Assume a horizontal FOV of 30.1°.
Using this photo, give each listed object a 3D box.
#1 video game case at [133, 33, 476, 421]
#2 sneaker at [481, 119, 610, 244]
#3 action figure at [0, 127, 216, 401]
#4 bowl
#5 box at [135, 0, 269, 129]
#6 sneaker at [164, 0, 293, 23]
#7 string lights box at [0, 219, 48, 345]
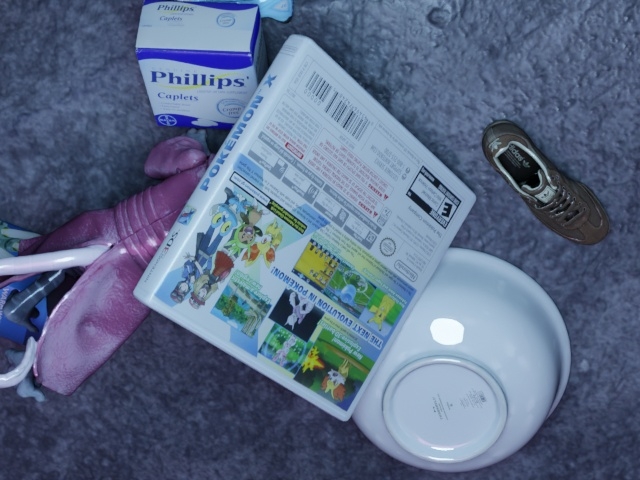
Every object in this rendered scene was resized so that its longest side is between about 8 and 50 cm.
[{"bbox_3d":[0.000,0.000,1.238,0.329,0.036,0.300,37,80,-43],"label":"video game case"},{"bbox_3d":[0.248,-0.052,1.324,0.188,0.071,0.066,41,113,-11],"label":"sneaker"},{"bbox_3d":[-0.185,-0.011,1.237,0.370,0.275,0.248,-33,71,8],"label":"action figure"},{"bbox_3d":[0.148,0.168,1.406,0.297,0.134,0.298,3,116,7],"label":"bowl"},{"bbox_3d":[-0.124,-0.186,1.281,0.126,0.072,0.137,3,149,6],"label":"box"},{"bbox_3d":[-0.105,-0.246,1.291,0.162,0.063,0.073,-8,116,12],"label":"sneaker"},{"bbox_3d":[-0.390,0.041,1.423,0.259,0.133,0.077,20,117,-2],"label":"string lights box"}]
